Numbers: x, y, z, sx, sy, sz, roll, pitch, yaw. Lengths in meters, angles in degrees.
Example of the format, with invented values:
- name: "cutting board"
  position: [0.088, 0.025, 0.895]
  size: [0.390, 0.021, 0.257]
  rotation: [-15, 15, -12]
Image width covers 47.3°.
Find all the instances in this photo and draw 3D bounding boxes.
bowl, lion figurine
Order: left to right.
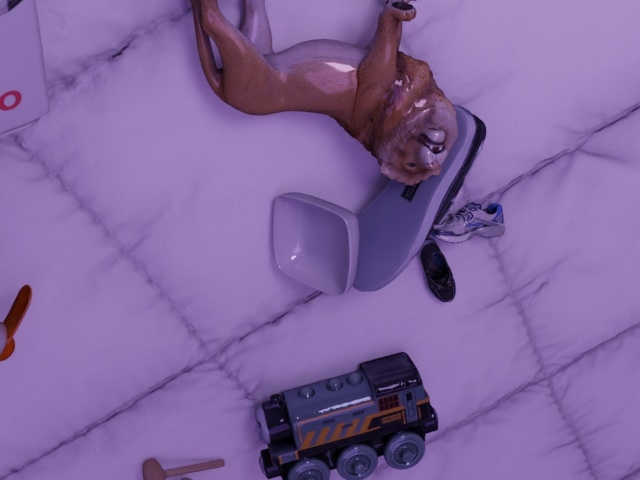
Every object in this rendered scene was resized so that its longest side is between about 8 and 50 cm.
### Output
- name: "lion figurine"
  position: [-0.004, -0.208, 0.932]
  size: [0.392, 0.142, 0.240]
  rotation: [11, 128, -2]
- name: "bowl"
  position: [0.000, 0.000, 1.074]
  size: [0.053, 0.142, 0.142]
  rotation: [-31, 133, -45]

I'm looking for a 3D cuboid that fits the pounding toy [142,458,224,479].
- name: "pounding toy"
  position: [-0.210, 0.503, 1.317]
  size: [0.155, 0.154, 0.269]
  rotation: [-39, 126, 10]

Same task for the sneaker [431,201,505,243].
- name: "sneaker"
  position: [0.234, -0.034, 1.170]
  size: [0.135, 0.052, 0.058]
  rotation: [-10, 115, -20]

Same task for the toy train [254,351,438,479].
- name: "toy train"
  position: [0.046, 0.320, 1.298]
  size: [0.333, 0.142, 0.190]
  rotation: [-13, 113, -7]

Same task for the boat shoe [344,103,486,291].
- name: "boat shoe"
  position: [0.144, -0.055, 1.087]
  size: [0.105, 0.113, 0.306]
  rotation: [9, 110, -52]

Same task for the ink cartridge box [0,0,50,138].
- name: "ink cartridge box"
  position: [-0.415, -0.246, 0.616]
  size: [0.285, 0.166, 0.395]
  rotation: [-32, 153, -33]

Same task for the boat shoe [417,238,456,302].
- name: "boat shoe"
  position: [0.197, 0.059, 1.219]
  size: [0.049, 0.040, 0.142]
  rotation: [-28, 126, 2]

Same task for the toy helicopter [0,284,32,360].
- name: "toy helicopter"
  position: [-0.523, 0.157, 0.971]
  size: [0.235, 0.140, 0.355]
  rotation: [3, 132, -30]
